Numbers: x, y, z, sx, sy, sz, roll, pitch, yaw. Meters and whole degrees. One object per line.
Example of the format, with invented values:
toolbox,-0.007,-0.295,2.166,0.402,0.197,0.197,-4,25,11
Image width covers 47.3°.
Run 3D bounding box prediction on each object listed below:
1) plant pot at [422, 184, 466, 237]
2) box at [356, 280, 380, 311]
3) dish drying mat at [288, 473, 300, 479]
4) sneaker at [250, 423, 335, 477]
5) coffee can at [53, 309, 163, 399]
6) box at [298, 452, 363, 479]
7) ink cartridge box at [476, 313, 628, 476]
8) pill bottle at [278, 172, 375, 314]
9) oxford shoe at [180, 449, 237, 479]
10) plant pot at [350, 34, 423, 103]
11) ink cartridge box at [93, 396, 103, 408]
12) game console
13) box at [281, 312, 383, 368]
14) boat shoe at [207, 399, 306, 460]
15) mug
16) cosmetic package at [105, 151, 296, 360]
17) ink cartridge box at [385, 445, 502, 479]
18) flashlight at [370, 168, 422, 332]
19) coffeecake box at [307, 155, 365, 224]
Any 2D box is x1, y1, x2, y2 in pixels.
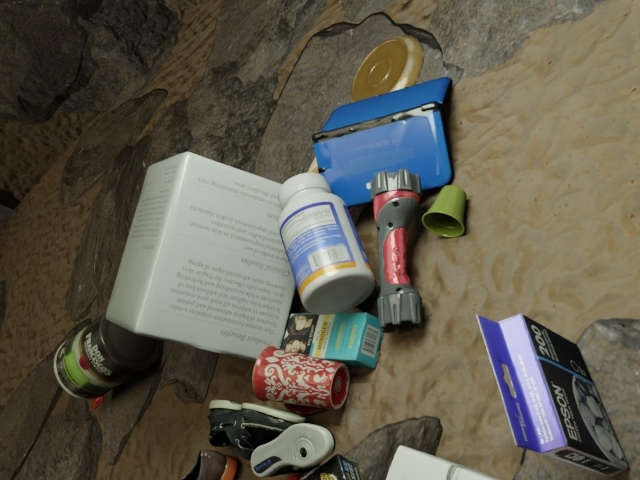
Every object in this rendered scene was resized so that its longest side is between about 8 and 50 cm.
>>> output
plant pot,0.246,-0.061,1.409,0.083,0.083,0.079,-12,47,48
box,0.080,0.095,1.529,0.062,0.052,0.083,-51,38,17
dish drying mat,-0.054,0.510,1.459,0.032,0.008,0.083,-31,46,38
sneaker,-0.024,0.396,1.398,0.217,0.121,0.079,-29,63,39
coffee can,-0.619,0.326,2.132,0.275,0.201,0.201,-33,44,36
box,-0.006,0.576,1.263,0.257,0.079,0.322,-38,40,14
ink cartridge box,0.319,0.207,1.014,0.045,0.208,0.206,-41,40,32
pill bottle,0.000,0.000,1.482,0.152,0.152,0.272,-40,52,28
oxford shoe,-0.292,0.584,1.621,0.271,0.098,0.097,-62,22,-3
plant pot,0.152,-0.405,1.790,0.236,0.032,0.236,-29,47,37
ink cartridge box,-0.710,0.466,2.303,0.063,0.029,0.115,-44,38,23
game console,0.150,-0.214,1.601,0.293,0.173,0.250,-11,88,27
box,0.021,0.206,1.522,0.244,0.060,0.100,-8,61,49
boat shoe,-0.150,0.406,1.549,0.340,0.127,0.113,-10,61,50
mug,-0.029,0.286,1.477,0.169,0.150,0.113,4,66,27
cosmetic package,-0.257,0.043,1.680,0.327,0.329,0.393,0,74,62
ink cartridge box,0.244,0.387,0.988,0.283,0.207,0.117,4,70,52
flashlight,0.154,0.018,1.413,0.103,0.103,0.304,-6,70,9
coffeecake box,0.028,-0.109,1.717,0.185,0.068,0.142,24,86,55
